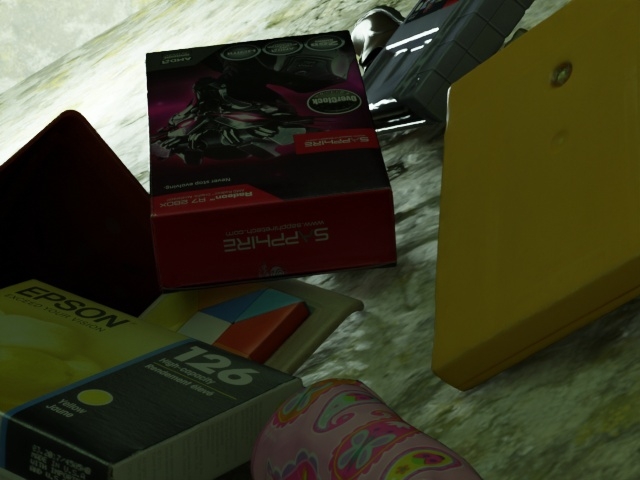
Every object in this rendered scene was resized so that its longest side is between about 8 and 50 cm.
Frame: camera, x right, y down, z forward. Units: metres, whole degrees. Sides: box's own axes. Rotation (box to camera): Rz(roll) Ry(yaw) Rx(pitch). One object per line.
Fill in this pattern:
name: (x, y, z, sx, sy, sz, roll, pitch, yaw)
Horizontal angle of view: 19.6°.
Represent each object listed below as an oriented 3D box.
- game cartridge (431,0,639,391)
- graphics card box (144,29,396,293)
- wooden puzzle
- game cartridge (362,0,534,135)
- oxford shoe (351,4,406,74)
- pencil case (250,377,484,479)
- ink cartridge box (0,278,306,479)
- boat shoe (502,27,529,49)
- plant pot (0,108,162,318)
game cartridge: (0.207, -0.067, 1.482, 0.285, 0.052, 0.324, -33, 37, 38)
graphics card box: (-0.059, -0.090, 1.880, 0.232, 0.094, 0.371, -7, 30, -1)
wooden puzzle: (-0.110, 0.097, 1.742, 0.221, 0.044, 0.238, 17, 49, 45)
game cartridge: (0.132, -0.223, 2.039, 0.230, 0.068, 0.355, -58, 11, -7)
oxford shoe: (0.078, -0.238, 2.319, 0.096, 0.083, 0.227, -38, 19, -11)
pencil case: (0.044, 0.181, 1.252, 0.124, 0.124, 0.284, -36, 18, -8)
ink cartridge box: (-0.176, 0.111, 1.510, 0.303, 0.072, 0.307, 17, 25, 33)
boat shoe: (0.198, -0.116, 1.771, 0.123, 0.123, 0.342, -41, 15, 7)
plant pot: (-0.302, 0.072, 1.916, 0.267, 0.267, 0.236, -46, 10, -34)
